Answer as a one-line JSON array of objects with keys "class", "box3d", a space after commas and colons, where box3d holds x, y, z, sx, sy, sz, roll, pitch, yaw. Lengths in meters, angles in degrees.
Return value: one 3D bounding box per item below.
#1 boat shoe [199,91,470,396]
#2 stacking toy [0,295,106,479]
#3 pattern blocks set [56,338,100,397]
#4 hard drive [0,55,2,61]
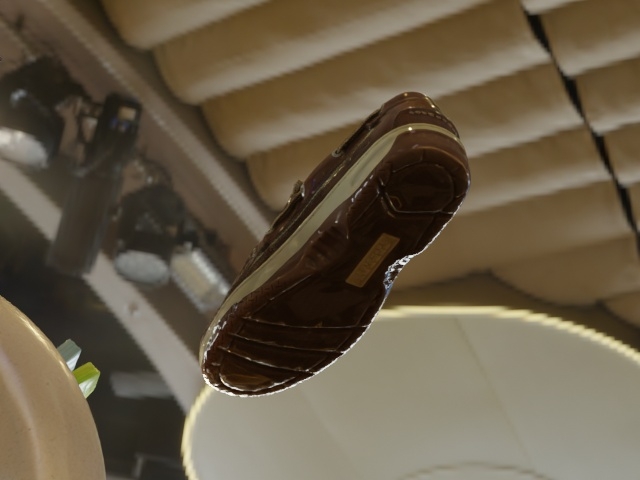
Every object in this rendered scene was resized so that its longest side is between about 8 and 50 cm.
[{"class": "boat shoe", "box3d": [0.006, 0.003, 0.985, 0.095, 0.095, 0.257, 28, -58, -30]}, {"class": "stacking toy", "box3d": [-0.307, 0.232, 1.098, 0.351, 0.350, 0.480, 3, -17, 2]}, {"class": "pattern blocks set", "box3d": [-0.336, 0.229, 1.504, 0.026, 0.285, 0.325, 42, -26, 9]}, {"class": "hard drive", "box3d": [-0.432, -0.124, 1.327, 0.255, 0.054, 0.172, -33, -5, 6]}]
